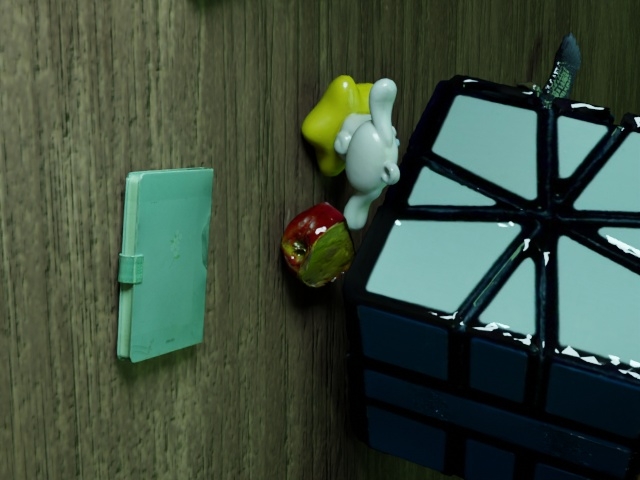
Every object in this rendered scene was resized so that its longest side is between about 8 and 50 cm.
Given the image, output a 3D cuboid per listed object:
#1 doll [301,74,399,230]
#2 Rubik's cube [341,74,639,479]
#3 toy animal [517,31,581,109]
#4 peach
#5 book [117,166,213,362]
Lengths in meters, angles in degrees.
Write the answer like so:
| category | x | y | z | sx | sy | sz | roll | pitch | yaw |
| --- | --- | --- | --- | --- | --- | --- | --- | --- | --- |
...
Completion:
| category | x | y | z | sx | sy | sz | roll | pitch | yaw |
| --- | --- | --- | --- | --- | --- | --- | --- | --- | --- |
| doll | 0.033 | -0.087 | 1.013 | 0.072 | 0.113 | 0.135 | -7 | 150 | -27 |
| Rubik's cube | 0.199 | 0.057 | 1.127 | 0.283 | 0.289 | 0.293 | 84 | 29 | -50 |
| toy animal | 0.287 | -0.164 | 1.519 | 0.220 | 0.062 | 0.108 | -60 | 146 | -25 |
| peach | 0.000 | 0.000 | 1.036 | 0.083 | 0.050 | 0.077 | -7 | 128 | -50 |
| book | -0.113 | 0.016 | 0.867 | 0.103 | 0.017 | 0.135 | -12 | 108 | -63 |
